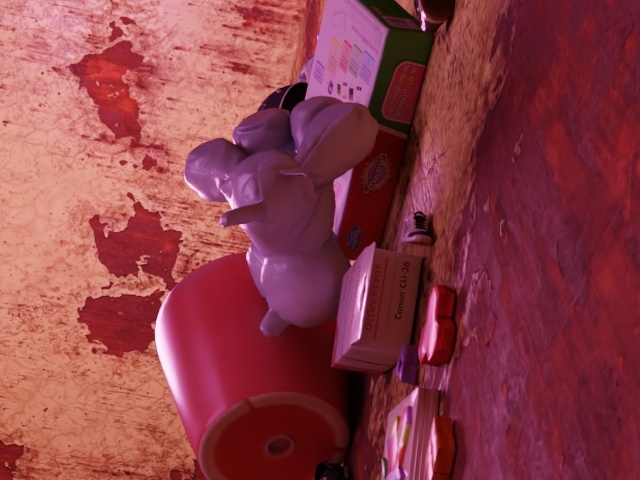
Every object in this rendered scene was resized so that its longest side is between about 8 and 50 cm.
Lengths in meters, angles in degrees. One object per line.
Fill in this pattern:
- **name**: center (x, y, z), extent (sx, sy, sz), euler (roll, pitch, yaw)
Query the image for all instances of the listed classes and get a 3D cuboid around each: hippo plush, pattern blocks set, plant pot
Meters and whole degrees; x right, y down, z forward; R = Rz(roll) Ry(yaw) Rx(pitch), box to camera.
- **hippo plush**: center (-0.009, -0.023, 1.710), extent (0.236, 0.234, 0.294), euler (67, 171, -25)
- **pattern blocks set**: center (0.080, 0.236, 1.351), extent (0.285, 0.026, 0.325), euler (110, 168, -54)
- **plant pot**: center (-0.075, 0.193, 1.842), extent (0.243, 0.275, 0.275), euler (-106, 26, -53)

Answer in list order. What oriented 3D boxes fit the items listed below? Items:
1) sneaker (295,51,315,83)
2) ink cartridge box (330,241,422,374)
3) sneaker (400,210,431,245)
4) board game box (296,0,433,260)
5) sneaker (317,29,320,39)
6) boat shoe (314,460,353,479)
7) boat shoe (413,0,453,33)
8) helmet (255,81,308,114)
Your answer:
- **sneaker**: center (-0.034, -0.225, 2.343), extent (0.112, 0.131, 0.296), euler (56, -149, -25)
- **ink cartridge box**: center (0.064, 0.078, 1.558), extent (0.198, 0.067, 0.115), euler (121, 158, -75)
- **sneaker**: center (0.103, -0.014, 1.515), extent (0.083, 0.032, 0.037), euler (-148, 68, -82)
- **board game box**: center (0.044, -0.166, 1.862), extent (0.242, 0.064, 0.316), euler (-122, 41, -58)
- **sneaker**: center (0.040, -0.350, 2.320), extent (0.083, 0.087, 0.221), euler (110, 168, -51)
- **boat shoe**: center (0.017, 0.306, 1.710), extent (0.133, 0.042, 0.049), euler (-124, 47, -78)
- **boat shoe**: center (0.129, -0.314, 1.659), extent (0.049, 0.056, 0.152), euler (121, 159, -57)
- **helmet**: center (-0.025, -0.149, 2.100), extent (0.169, 0.161, 0.169), euler (-60, -15, -27)
